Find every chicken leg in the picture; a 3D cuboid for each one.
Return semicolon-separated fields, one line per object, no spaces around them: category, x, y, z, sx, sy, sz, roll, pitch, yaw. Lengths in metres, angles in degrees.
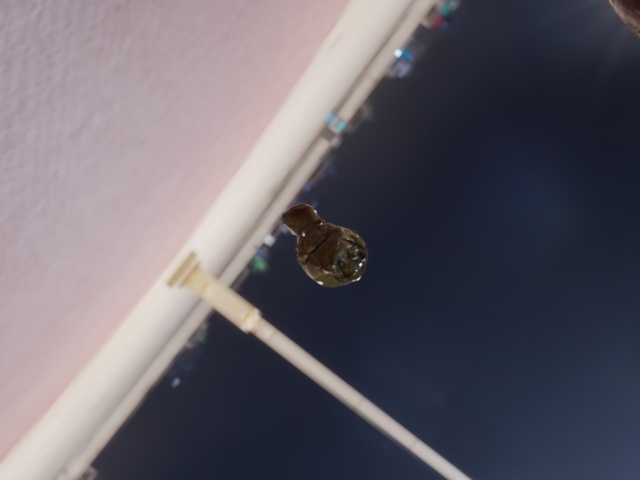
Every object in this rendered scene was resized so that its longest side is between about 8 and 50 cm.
chicken leg;0.002;0.002;1.603;0.085;0.069;0.198;-32;-149;-7

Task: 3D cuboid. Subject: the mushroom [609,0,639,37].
mushroom;0.481;-0.346;1.353;0.334;0.331;0.356;-11;144;-15
